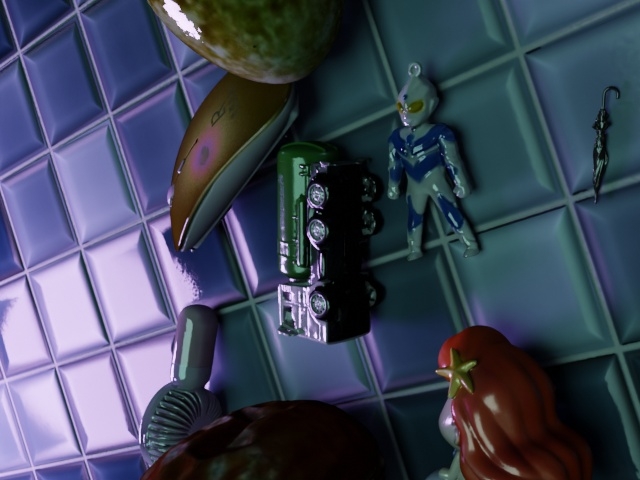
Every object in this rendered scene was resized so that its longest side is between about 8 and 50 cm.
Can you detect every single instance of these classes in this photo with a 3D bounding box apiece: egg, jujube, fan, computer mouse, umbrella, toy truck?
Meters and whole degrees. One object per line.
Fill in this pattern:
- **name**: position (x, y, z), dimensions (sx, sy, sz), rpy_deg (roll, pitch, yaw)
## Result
- **egg**: position (-0.085, -0.316, 1.124), dimensions (0.238, 0.238, 0.289), rpy_deg (-30, 96, 39)
- **jujube**: position (-0.076, 0.343, 1.174), dimensions (0.276, 0.377, 0.276), rpy_deg (9, 109, 29)
- **fan**: position (-0.190, 0.212, 1.414), dimensions (0.074, 0.130, 0.244), rpy_deg (10, 93, 33)
- **computer mouse**: position (-0.131, -0.116, 1.283), dimensions (0.310, 0.072, 0.158), rpy_deg (-49, 35, 36)
- **umbrella**: position (0.286, -0.098, 1.015), dimensions (0.022, 0.013, 0.122), rpy_deg (10, 106, 15)
- **toy truck**: position (0.000, 0.000, 1.216), dimensions (0.125, 0.101, 0.242), rpy_deg (7, 102, 43)

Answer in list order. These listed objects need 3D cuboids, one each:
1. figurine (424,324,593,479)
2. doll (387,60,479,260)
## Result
- **figurine**: position (0.192, 0.242, 1.080), dimensions (0.208, 0.181, 0.257), rpy_deg (-113, 36, -62)
- **doll**: position (0.116, -0.089, 1.129), dimensions (0.114, 0.057, 0.227), rpy_deg (-2, 101, 44)
